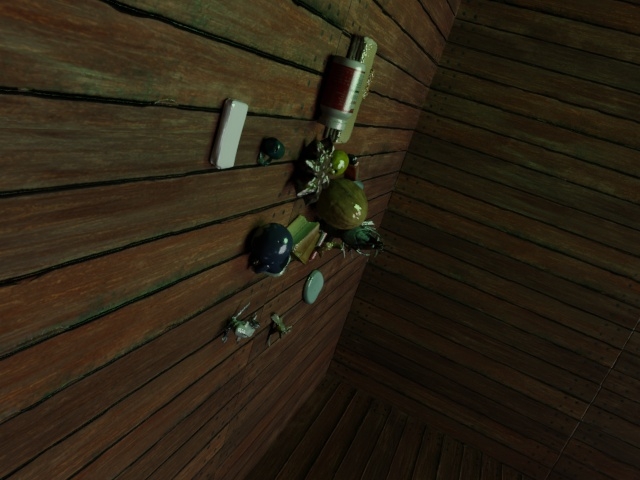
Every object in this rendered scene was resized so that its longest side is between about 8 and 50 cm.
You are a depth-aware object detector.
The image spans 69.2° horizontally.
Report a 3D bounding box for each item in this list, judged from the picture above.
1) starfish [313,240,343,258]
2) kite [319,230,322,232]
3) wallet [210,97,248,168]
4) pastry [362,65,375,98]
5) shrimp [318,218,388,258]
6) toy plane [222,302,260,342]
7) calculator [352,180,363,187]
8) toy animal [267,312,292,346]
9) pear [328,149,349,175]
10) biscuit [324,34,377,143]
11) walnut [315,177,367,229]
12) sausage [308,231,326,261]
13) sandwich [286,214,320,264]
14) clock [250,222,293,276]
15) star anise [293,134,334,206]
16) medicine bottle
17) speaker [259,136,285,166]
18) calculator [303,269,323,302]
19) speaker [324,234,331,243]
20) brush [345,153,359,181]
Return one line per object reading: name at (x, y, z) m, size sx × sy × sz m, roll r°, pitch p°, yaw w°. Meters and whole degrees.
starfish at (-0.018, 0.044, 2.172) m, size 0.277 × 0.236 × 0.062 m, roll 125°, pitch -41°, yaw -79°
kite at (0.039, -0.118, 2.430) m, size 0.244 × 0.006 × 0.198 m, roll -48°, pitch 155°, yaw -47°
wallet at (-0.246, -0.284, 1.252) m, size 0.095 × 0.033 × 0.189 m, roll -15°, pitch 126°, yaw -68°
pastry at (0.196, -0.694, 2.041) m, size 0.169 × 0.063 × 0.087 m, roll -68°, pitch 161°, yaw 7°
shrimp at (0.150, -0.018, 2.212) m, size 0.221 × 0.411 × 0.166 m, roll -61°, pitch 157°, yaw -9°
toy plane at (-0.296, 0.353, 1.843) m, size 0.182 × 0.107 × 0.273 m, roll -56°, pitch 166°, yaw -17°
calculator at (0.144, -0.236, 2.409) m, size 0.185 × 0.041 × 0.299 m, roll -46°, pitch 167°, yaw 16°
toy animal at (-0.192, 0.428, 2.292) m, size 0.155 × 0.095 × 0.219 m, roll -34°, pitch 145°, yaw -55°
pear at (0.073, -0.348, 2.061) m, size 0.107 × 0.107 × 0.131 m, roll 90°, pitch 16°, yaw -54°
biscuit at (0.123, -0.609, 1.897) m, size 0.144 × 0.079 × 0.425 m, roll -26°, pitch 136°, yaw -65°
walnut at (0.099, -0.165, 2.109) m, size 0.225 × 0.261 × 0.225 m, roll -45°, pitch 169°, yaw -11°
sausage at (0.000, 0.000, 2.403) m, size 0.253 × 0.034 × 0.034 m, roll -63°, pitch 164°, yaw -5°
sandwich at (-0.091, -0.017, 1.979) m, size 0.186 × 0.108 × 0.220 m, roll -64°, pitch 161°, yaw -9°
clock at (-0.176, 0.030, 1.721) m, size 0.199 × 0.147 × 0.243 m, roll -55°, pitch 168°, yaw -22°
star anise at (-0.028, -0.264, 1.837) m, size 0.315 × 0.108 × 0.315 m, roll 17°, pitch 90°, yaw -79°
medicine bottle at (0.076, -0.549, 1.735) m, size 0.131 × 0.131 × 0.250 m, roll -31°, pitch 140°, yaw -64°
speaker at (-0.164, -0.286, 1.494) m, size 0.095 × 0.060 × 0.075 m, roll -32°, pitch 167°, yaw 9°
calculator at (-0.039, 0.271, 2.649) m, size 0.184 × 0.042 × 0.295 m, roll -61°, pitch 162°, yaw -20°
speaker at (0.086, -0.082, 2.468) m, size 0.218 × 0.044 × 0.082 m, roll -55°, pitch 166°, yaw 13°
brush at (0.163, -0.348, 2.408) m, size 0.051 × 0.070 × 0.323 m, roll -59°, pitch 166°, yaw -22°
